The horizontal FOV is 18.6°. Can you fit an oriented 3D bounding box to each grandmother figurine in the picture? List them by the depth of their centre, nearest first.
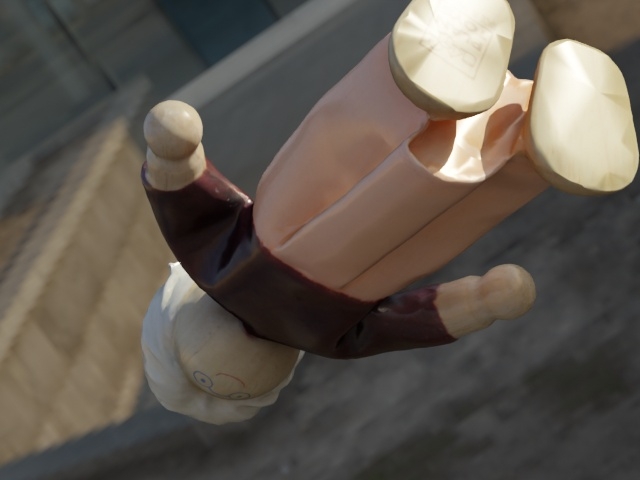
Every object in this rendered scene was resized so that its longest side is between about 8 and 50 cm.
[{"bbox_3d":[0.000,0.000,0.952,0.342,0.208,0.104,-46,10,52],"label":"grandmother figurine"}]
